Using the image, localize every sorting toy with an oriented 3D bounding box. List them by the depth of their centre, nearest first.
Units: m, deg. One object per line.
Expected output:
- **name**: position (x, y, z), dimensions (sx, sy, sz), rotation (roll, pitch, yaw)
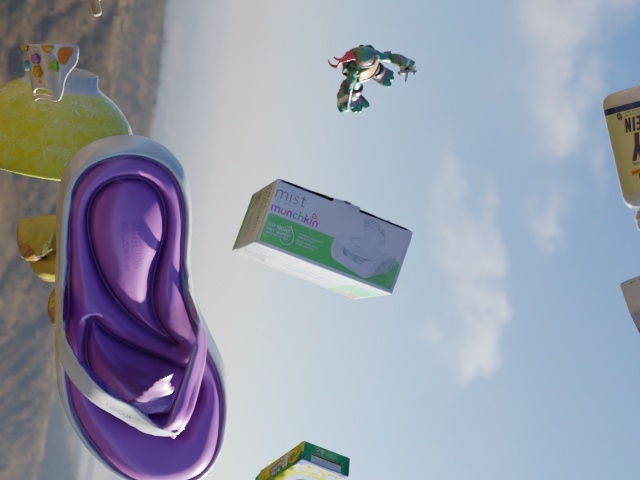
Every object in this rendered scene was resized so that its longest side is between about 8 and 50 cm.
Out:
- **sorting toy**: position (-0.367, -0.224, 1.528), dimensions (0.045, 0.083, 0.075), rotation (-11, 104, -56)

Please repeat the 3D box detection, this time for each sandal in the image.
- **sandal**: position (-0.180, 0.101, 1.107), dimensions (0.102, 0.169, 0.416), rotation (-116, -164, -57)

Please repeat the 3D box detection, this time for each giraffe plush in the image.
- **giraffe plush**: position (-0.305, 0.056, 1.538), dimensions (0.210, 0.181, 0.171), rotation (-26, -125, 33)

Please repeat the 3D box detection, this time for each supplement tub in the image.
- **supplement tub**: position (0.795, -0.202, 2.632), dimensions (0.235, 0.235, 0.325), rotation (180, -103, -85)

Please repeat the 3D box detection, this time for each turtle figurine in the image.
- **turtle figurine**: position (0.094, -0.321, 2.203), dimensions (0.118, 0.175, 0.234), rotation (64, -1, 5)

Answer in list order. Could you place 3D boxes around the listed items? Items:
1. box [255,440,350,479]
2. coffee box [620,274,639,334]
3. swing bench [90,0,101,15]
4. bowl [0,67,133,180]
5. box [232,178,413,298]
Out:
- **box**: position (-0.038, 0.433, 2.105), dimensions (0.179, 0.105, 0.043), rotation (-41, -148, 45)
- **coffee box**: position (0.647, 0.184, 1.931), dimensions (0.297, 0.168, 0.119), rotation (59, 17, -20)
- **swing bench**: position (-0.429, -0.608, 2.236), dimensions (0.255, 0.165, 0.253), rotation (61, -11, -7)
- **bowl**: position (-0.437, -0.207, 1.890), dimensions (0.289, 0.289, 0.156), rotation (-102, -157, -75)
- **box**: position (0.000, 0.000, 2.043), dimensions (0.231, 0.262, 0.127), rotation (166, -55, -75)
